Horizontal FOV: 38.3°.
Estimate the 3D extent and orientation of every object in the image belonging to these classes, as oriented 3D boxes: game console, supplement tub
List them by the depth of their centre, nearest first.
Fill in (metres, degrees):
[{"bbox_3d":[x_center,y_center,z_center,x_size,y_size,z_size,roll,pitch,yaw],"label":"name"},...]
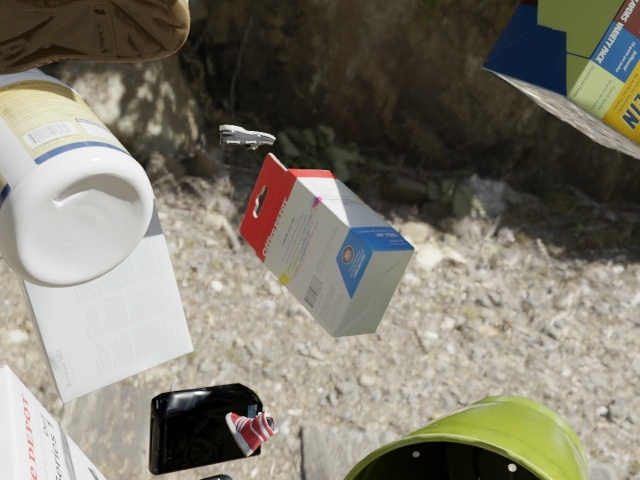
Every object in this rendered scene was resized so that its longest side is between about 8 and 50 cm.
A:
[{"bbox_3d":[-0.412,-0.106,1.359,0.228,0.228,0.316,-16,46,-33],"label":"supplement tub"},{"bbox_3d":[-0.202,0.432,1.596,0.213,0.362,0.044,0,4,-40],"label":"game console"}]

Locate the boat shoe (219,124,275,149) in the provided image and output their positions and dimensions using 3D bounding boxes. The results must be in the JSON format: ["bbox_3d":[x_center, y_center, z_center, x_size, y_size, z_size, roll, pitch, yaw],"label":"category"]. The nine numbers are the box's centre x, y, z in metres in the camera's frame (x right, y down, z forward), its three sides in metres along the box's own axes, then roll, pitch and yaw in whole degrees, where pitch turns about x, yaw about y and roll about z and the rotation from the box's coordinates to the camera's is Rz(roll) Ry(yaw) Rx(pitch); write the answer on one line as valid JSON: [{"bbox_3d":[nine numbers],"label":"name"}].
[{"bbox_3d":[-0.139,-0.191,1.749,0.046,0.038,0.125,5,-1,44],"label":"boat shoe"}]

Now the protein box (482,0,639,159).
[{"bbox_3d":[0.336,-0.193,1.058,0.201,0.136,0.200,26,9,-24],"label":"protein box"}]

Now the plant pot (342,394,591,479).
[{"bbox_3d":[0.240,0.388,1.310,0.366,0.367,0.353,28,19,17],"label":"plant pot"}]

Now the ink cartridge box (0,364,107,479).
[{"bbox_3d":[-0.214,0.221,0.673,0.092,0.219,0.160,-22,47,-3],"label":"ink cartridge box"}]

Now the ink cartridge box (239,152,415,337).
[{"bbox_3d":[0.000,0.000,1.173,0.078,0.134,0.231,-2,36,-42],"label":"ink cartridge box"}]

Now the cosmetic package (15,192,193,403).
[{"bbox_3d":[-0.438,0.096,1.832,0.284,0.378,0.097,-21,23,-25],"label":"cosmetic package"}]

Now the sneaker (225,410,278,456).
[{"bbox_3d":[-0.107,0.289,1.444,0.067,0.042,0.118,-36,23,-7],"label":"sneaker"}]

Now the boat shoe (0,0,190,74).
[{"bbox_3d":[-0.313,-0.256,0.988,0.340,0.122,0.110,0,47,-11],"label":"boat shoe"}]
